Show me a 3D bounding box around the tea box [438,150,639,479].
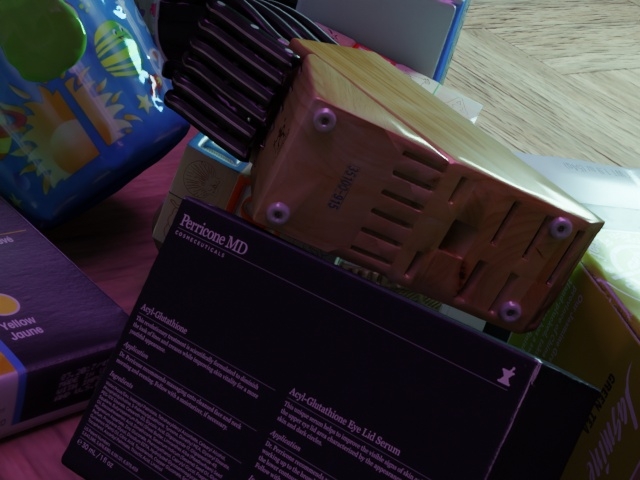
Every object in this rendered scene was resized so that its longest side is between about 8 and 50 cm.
[{"bbox_3d":[0.289,0.119,0.836,0.329,0.220,0.323,5,31,-20],"label":"tea box"}]

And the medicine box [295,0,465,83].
[{"bbox_3d":[0.055,-0.187,1.205,0.149,0.263,0.289,19,29,5],"label":"medicine box"}]

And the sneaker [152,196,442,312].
[{"bbox_3d":[0.000,0.000,1.021,0.282,0.099,0.153,18,31,-6],"label":"sneaker"}]

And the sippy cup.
[{"bbox_3d":[-0.233,-0.139,0.987,0.224,0.240,0.305,54,24,-3],"label":"sippy cup"}]

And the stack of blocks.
[{"bbox_3d":[0.011,-0.059,0.938,0.171,0.087,0.297,28,32,4],"label":"stack of blocks"}]

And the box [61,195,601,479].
[{"bbox_3d":[-0.002,0.108,0.683,0.261,0.184,0.103,25,2,35],"label":"box"}]

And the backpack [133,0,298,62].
[{"bbox_3d":[-0.101,-0.297,1.358,0.253,0.225,0.191,-7,35,-39],"label":"backpack"}]

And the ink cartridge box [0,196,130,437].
[{"bbox_3d":[-0.328,0.040,0.821,0.307,0.072,0.303,38,35,31],"label":"ink cartridge box"}]

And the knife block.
[{"bbox_3d":[0.029,-0.073,0.792,0.275,0.088,0.242,23,23,-13],"label":"knife block"}]
